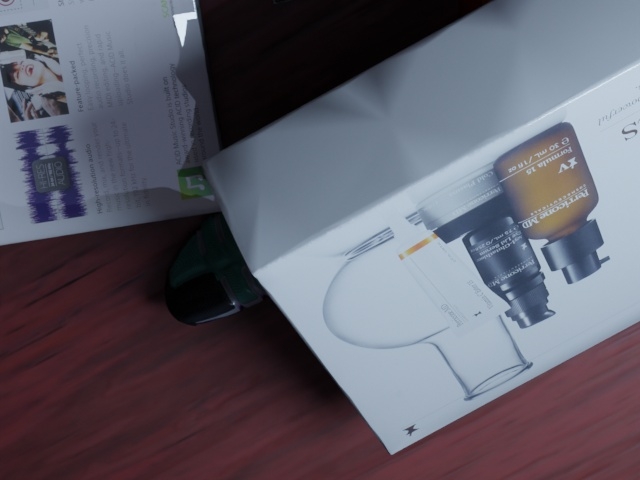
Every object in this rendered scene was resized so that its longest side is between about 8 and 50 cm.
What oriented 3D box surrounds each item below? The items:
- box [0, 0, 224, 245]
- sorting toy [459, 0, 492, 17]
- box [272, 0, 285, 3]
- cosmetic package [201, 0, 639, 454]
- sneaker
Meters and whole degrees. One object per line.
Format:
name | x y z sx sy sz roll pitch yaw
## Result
box | -0.233 -0.110 1.131 0.322 0.058 0.232 -9 108 -3
sorting toy | 0.215 -0.254 1.087 0.127 0.126 0.365 26 104 -12
box | -0.001 -0.231 1.126 0.094 0.027 0.137 -13 108 -2
cosmetic package | 0.151 -0.037 1.085 0.377 0.097 0.284 -29 148 4
sneaker | 0.000 0.000 1.176 0.224 0.083 0.098 -35 138 20
